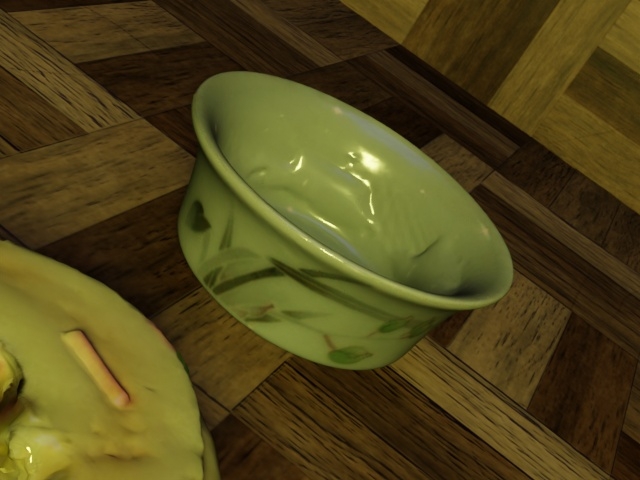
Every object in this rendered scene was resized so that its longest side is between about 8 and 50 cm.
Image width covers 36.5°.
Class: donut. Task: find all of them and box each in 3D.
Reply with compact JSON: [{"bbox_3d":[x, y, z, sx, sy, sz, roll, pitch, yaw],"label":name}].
[{"bbox_3d":[-0.226,0.095,0.515,0.371,0.150,0.307,27,19,-4],"label":"donut"}]

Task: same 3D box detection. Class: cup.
[{"bbox_3d":[0.000,0.000,0.947,0.347,0.163,0.347,26,26,-14],"label":"cup"}]
